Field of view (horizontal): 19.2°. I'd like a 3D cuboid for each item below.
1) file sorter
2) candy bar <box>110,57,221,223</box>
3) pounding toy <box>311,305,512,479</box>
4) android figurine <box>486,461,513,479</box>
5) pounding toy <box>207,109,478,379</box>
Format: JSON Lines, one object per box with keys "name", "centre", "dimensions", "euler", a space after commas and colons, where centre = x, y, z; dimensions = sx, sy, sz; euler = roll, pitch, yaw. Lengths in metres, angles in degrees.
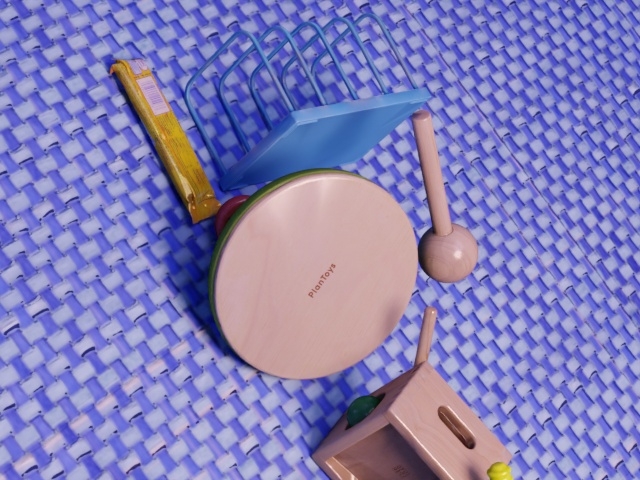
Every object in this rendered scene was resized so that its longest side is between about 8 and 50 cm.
{"name": "file sorter", "centre": [-0.015, -0.128, 1.671], "dimensions": [0.170, 0.118, 0.104], "euler": [-14, 72, -44]}
{"name": "candy bar", "centre": [-0.132, -0.089, 1.619], "dimensions": [0.040, 0.018, 0.161], "euler": [-20, 79, -48]}
{"name": "pounding toy", "centre": [0.077, 0.156, 1.566], "dimensions": [0.141, 0.130, 0.100], "euler": [48, 44, -6]}
{"name": "android figurine", "centre": [0.147, 0.314, 1.502], "dimensions": [0.248, 0.056, 0.273], "euler": [-22, 103, -26]}
{"name": "pounding toy", "centre": [0.000, 0.000, 1.602], "dimensions": [0.237, 0.110, 0.183], "euler": [-30, 120, -12]}
